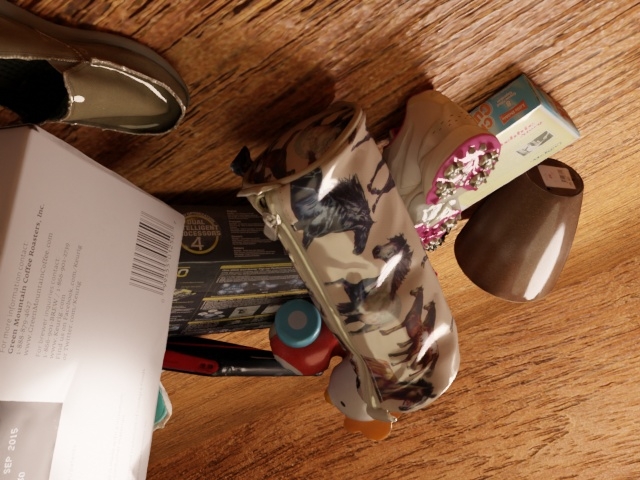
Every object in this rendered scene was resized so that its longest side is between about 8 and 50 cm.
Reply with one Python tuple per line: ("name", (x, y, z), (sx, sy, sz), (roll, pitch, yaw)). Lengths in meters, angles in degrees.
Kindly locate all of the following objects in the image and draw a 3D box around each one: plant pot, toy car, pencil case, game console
("plant pot", (0.394, -0.037, 1.106), (0.215, 0.215, 0.230), (-11, 141, -22))
("toy car", (0.040, 0.218, 0.966), (0.210, 0.238, 0.219), (-16, 160, -7))
("pencil case", (0.048, 0.044, 0.740), (0.183, 0.410, 0.160), (-40, -150, -23))
("game console", (-0.221, 0.229, 1.125), (0.342, 0.060, 0.386), (6, 172, 28))

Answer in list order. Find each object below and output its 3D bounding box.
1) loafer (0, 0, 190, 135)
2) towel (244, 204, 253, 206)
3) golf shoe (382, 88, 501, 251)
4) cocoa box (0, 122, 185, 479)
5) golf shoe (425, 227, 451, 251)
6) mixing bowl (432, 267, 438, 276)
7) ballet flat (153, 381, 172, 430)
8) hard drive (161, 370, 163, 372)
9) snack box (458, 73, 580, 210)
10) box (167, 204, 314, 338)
("loafer", (-0.216, -0.124, 0.483), (0.094, 0.087, 0.251), (-36, 153, 33))
("towel", (-0.085, -0.005, 0.969), (0.102, 0.021, 0.237), (-11, 157, -14))
("golf shoe", (0.134, -0.077, 0.820), (0.115, 0.140, 0.306), (-16, 152, -28))
("cocoa box", (-0.301, 0.105, 0.532), (0.228, 0.347, 0.231), (-1, 164, 20))
("golf shoe", (0.185, -0.016, 1.122), (0.198, 0.094, 0.077), (-33, 148, -39))
("mixing bowl", (0.140, 0.062, 1.211), (0.181, 0.098, 0.181), (-18, 157, -8))
("ballet flat", (-0.477, 0.302, 1.093), (0.409, 0.147, 0.147), (-2, 156, -3))
("hard drive", (-0.486, 0.286, 1.260), (0.203, 0.040, 0.308), (-35, 153, 31))
("snack box", (0.228, -0.116, 0.926), (0.322, 0.060, 0.187), (-35, 155, 31))
("box", (-0.160, 0.061, 0.898), (0.395, 0.097, 0.318), (-2, 156, -27))
